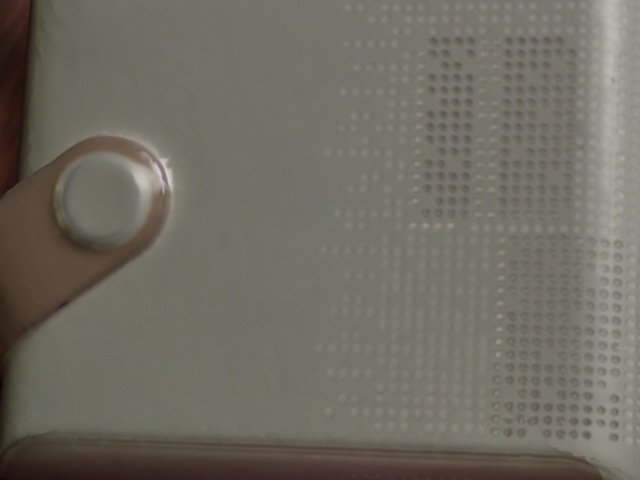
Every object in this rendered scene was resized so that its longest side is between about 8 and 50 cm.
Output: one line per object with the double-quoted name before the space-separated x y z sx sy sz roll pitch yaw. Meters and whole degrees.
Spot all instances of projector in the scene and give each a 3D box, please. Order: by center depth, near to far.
"projector" 0.000 0.000 0.631 0.242 0.163 0.177 0 80 13
